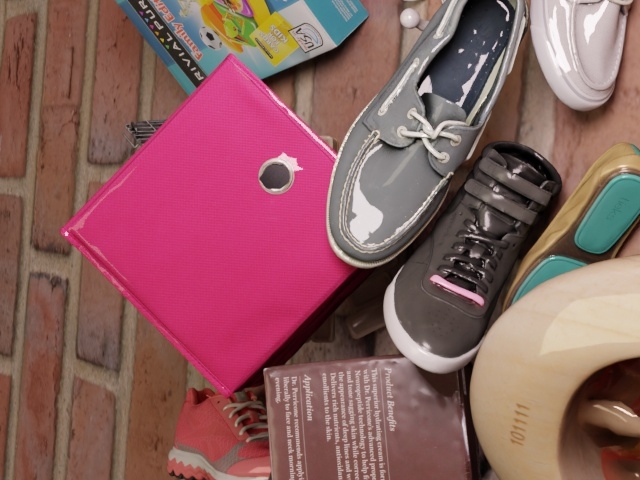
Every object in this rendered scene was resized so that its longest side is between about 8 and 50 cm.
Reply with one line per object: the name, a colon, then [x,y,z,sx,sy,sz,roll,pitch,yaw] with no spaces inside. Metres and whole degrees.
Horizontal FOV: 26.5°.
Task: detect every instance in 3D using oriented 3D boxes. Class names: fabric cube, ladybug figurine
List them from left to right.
fabric cube: [-0.079,-0.013,1.481,0.254,0.259,0.258,45,93,6]
ladybug figurine: [0.337,0.148,1.010,0.449,0.162,0.305,19,120,24]

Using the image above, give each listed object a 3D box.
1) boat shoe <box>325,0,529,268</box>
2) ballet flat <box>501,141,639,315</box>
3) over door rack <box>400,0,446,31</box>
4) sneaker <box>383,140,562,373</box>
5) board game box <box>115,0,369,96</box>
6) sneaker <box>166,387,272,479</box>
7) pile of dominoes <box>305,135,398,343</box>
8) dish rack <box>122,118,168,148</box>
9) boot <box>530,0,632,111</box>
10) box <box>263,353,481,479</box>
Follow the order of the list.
boat shoe: [0.102,-0.121,1.302,0.319,0.116,0.099,-58,-2,-8]
ballet flat: [0.253,0.001,1.331,0.232,0.080,0.073,-56,17,33]
over door rack: [0.117,-0.353,1.431,0.324,0.108,0.239,115,143,-61]
sneaker: [0.150,0.000,1.310,0.147,0.105,0.295,-63,-4,36]
board game box: [-0.129,-0.326,1.751,0.253,0.079,0.336,52,147,-16]
sneaker: [-0.110,0.254,1.775,0.314,0.116,0.136,-2,85,55]
pile of dominoes: [0.000,0.000,1.636,0.196,0.040,0.251,0,89,12]
dish rack: [-0.136,-0.090,1.766,0.271,0.208,0.074,46,133,52]
boot: [0.269,-0.260,1.288,0.123,0.095,0.258,-21,69,60]
box: [0.059,0.210,1.415,0.203,0.167,0.168,-6,79,10]
